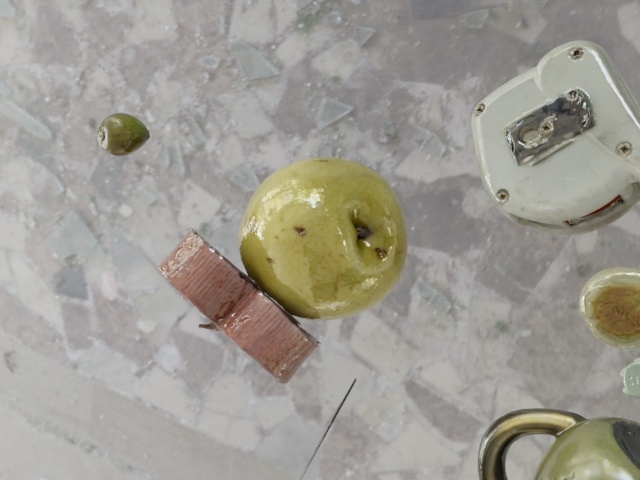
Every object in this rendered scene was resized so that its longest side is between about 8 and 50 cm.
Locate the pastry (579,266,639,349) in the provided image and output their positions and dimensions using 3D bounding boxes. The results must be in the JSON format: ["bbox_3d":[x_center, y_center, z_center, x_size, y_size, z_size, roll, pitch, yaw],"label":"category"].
[{"bbox_3d":[0.558,0.123,1.411,0.157,0.092,0.156,4,99,27],"label":"pastry"}]

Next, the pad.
[{"bbox_3d":[-0.071,0.338,0.861,0.007,0.247,0.367,32,129,6],"label":"pad"}]

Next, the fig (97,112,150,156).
[{"bbox_3d":[-0.327,-0.178,1.287,0.074,0.088,0.073,17,111,51],"label":"fig"}]

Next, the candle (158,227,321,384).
[{"bbox_3d":[-0.160,0.128,1.421,0.317,0.287,0.131,43,85,-2],"label":"candle"}]

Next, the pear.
[{"bbox_3d":[0.000,0.000,1.395,0.310,0.309,0.309,10,118,20],"label":"pear"}]

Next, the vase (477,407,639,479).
[{"bbox_3d":[0.358,0.384,1.085,0.329,0.241,0.302,44,118,33],"label":"vase"}]

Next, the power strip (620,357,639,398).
[{"bbox_3d":[0.417,0.172,0.957,0.083,0.035,0.055,-27,60,50],"label":"power strip"}]

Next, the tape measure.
[{"bbox_3d":[0.355,-0.136,1.094,0.265,0.130,0.258,-30,63,22],"label":"tape measure"}]
